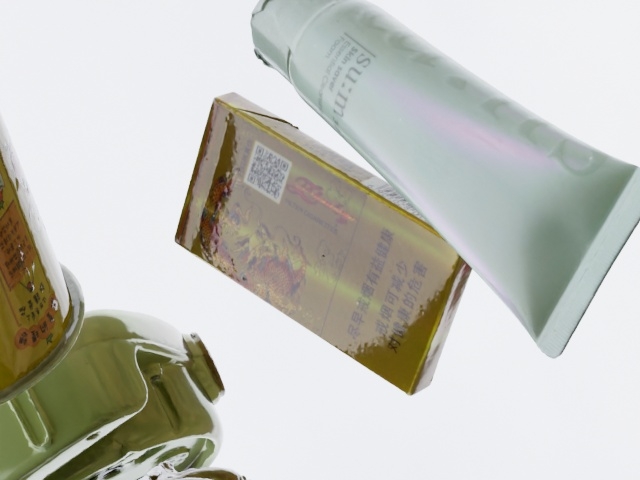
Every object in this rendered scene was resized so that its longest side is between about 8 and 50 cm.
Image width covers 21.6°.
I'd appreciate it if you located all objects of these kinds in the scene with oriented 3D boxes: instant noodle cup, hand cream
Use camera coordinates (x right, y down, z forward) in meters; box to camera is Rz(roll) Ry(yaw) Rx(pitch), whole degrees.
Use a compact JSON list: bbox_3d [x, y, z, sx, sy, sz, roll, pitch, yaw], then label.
[{"bbox_3d":[-0.225,-0.007,0.873,0.182,0.182,0.144,-40,-45,-39],"label":"instant noodle cup"},{"bbox_3d":[0.045,-0.042,0.660,0.050,0.205,0.078,9,-64,-45],"label":"hand cream"}]

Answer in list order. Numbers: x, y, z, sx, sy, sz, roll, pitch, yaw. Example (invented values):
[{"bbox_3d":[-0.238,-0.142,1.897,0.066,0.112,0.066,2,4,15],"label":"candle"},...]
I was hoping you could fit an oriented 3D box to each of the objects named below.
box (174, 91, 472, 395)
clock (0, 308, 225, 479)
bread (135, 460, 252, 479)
[{"bbox_3d":[0.000,0.000,0.815,0.022,0.156,0.089,-20,-46,-52],"label":"box"},{"bbox_3d":[-0.215,0.185,1.483,0.117,0.286,0.348,59,-164,19],"label":"clock"},{"bbox_3d":[-0.075,0.152,0.737,0.269,0.098,0.087,30,-118,-85],"label":"bread"}]
